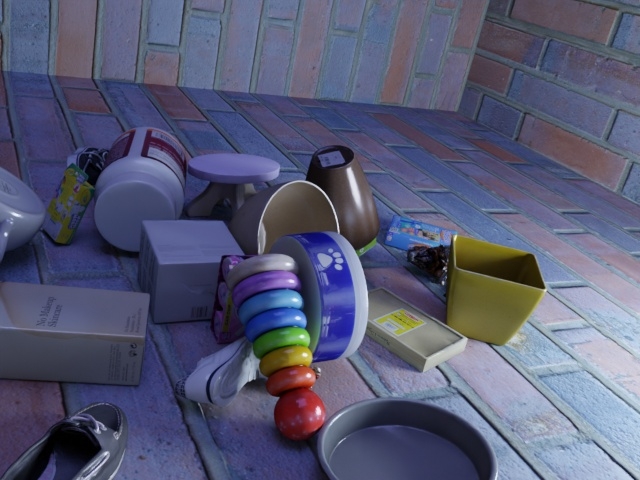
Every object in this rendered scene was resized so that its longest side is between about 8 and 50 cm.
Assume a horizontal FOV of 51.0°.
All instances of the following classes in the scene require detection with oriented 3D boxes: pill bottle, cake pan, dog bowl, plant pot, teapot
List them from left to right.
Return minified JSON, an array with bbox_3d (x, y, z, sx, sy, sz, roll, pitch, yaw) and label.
[{"bbox_3d":[-0.756,-0.050,1.488,0.253,0.187,0.256,39,6,-4],"label":"teapot"},{"bbox_3d":[-0.467,-0.140,1.758,0.224,0.223,0.392,7,25,-12],"label":"pill bottle"},{"bbox_3d":[-0.116,0.000,1.612,0.191,0.283,0.284,2,13,40],"label":"plant pot"},{"bbox_3d":[-0.017,0.115,1.364,0.104,0.264,0.265,-4,29,-28],"label":"dog bowl"},{"bbox_3d":[0.041,-0.121,1.728,0.216,0.230,0.215,-4,41,4],"label":"plant pot"},{"bbox_3d":[0.139,0.364,1.105,0.294,0.054,0.293,3,22,-1],"label":"cake pan"},{"bbox_3d":[0.399,0.129,1.626,0.212,0.187,0.212,15,24,3],"label":"plant pot"}]

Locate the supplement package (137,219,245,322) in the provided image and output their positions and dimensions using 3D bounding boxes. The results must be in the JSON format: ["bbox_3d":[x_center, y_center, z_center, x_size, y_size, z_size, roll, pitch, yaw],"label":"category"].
[{"bbox_3d":[-0.289,0.063,1.486,0.194,0.149,0.203,0,27,-26],"label":"supplement package"}]

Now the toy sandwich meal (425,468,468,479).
[{"bbox_3d":[0.213,0.414,1.109,0.086,0.029,0.085,3,22,-1],"label":"toy sandwich meal"}]

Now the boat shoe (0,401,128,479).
[{"bbox_3d":[-0.364,0.319,0.954,0.112,0.095,0.335,15,24,6],"label":"boat shoe"}]

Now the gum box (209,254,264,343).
[{"bbox_3d":[-0.157,0.116,1.386,0.107,0.188,0.062,0,27,-27],"label":"gum box"}]

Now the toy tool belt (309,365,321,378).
[{"bbox_3d":[-0.041,0.270,1.288,0.084,0.052,0.051,6,56,-7],"label":"toy tool belt"}]

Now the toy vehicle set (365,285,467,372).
[{"bbox_3d":[0.186,0.198,1.557,0.166,0.035,0.267,-13,34,-44],"label":"toy vehicle set"}]

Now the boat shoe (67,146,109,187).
[{"bbox_3d":[-0.661,-0.205,1.947,0.105,0.113,0.306,-7,18,-8],"label":"boat shoe"}]

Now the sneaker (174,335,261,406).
[{"bbox_3d":[-0.176,0.232,1.261,0.095,0.090,0.235,-4,10,24],"label":"sneaker"}]

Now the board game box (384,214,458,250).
[{"bbox_3d":[0.312,-0.008,2.056,0.211,0.047,0.160,15,24,8],"label":"board game box"}]

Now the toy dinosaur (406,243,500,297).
[{"bbox_3d":[0.400,0.070,1.824,0.322,0.164,0.218,-7,6,8],"label":"toy dinosaur"}]

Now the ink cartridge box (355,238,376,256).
[{"bbox_3d":[0.000,0.000,1.845,0.255,0.097,0.189,-36,48,-28],"label":"ink cartridge box"}]

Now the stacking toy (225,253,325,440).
[{"bbox_3d":[-0.073,0.195,1.208,0.141,0.141,0.330,-1,61,-28],"label":"stacking toy"}]

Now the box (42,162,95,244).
[{"bbox_3d":[-0.614,-0.092,1.637,0.105,0.179,0.043,34,12,39],"label":"box"}]

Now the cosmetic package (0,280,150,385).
[{"bbox_3d":[-0.476,0.167,1.219,0.310,0.113,0.160,7,25,-15],"label":"cosmetic package"}]

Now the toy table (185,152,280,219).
[{"bbox_3d":[-0.258,-0.150,1.959,0.275,0.160,0.252,1,27,-22],"label":"toy table"}]
